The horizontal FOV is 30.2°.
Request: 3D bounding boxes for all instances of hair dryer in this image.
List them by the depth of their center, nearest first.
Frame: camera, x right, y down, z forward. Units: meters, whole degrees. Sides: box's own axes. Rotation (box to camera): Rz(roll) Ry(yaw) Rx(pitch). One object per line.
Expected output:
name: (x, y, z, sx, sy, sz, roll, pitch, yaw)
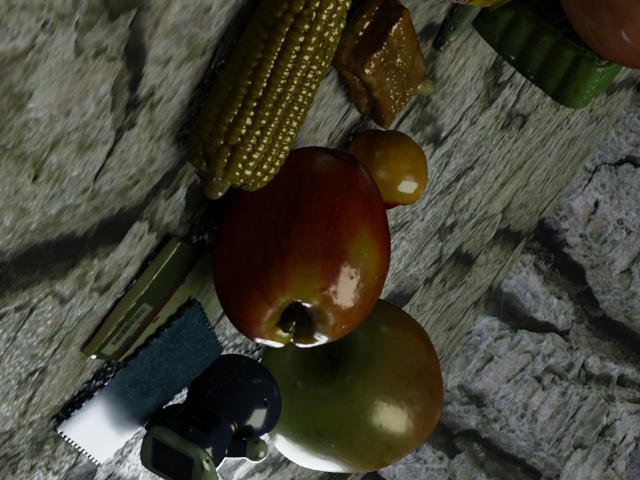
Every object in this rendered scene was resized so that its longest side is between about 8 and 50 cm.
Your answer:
hair dryer: (0.279, -0.415, 1.869, 0.219, 0.088, 0.225, -47, 175, -30)

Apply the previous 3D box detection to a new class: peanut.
peanut: (0.160, -0.250, 1.916, 0.037, 0.037, 0.083, -59, 164, 20)

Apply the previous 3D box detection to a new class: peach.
peach: (-0.026, 0.008, 1.618, 0.281, 0.238, 0.281, -170, -90, -82)
peach: (0.098, -0.113, 1.860, 0.138, 0.138, 0.138, -46, 161, -21)

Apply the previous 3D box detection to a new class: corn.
corn: (-0.059, -0.186, 1.368, 0.119, 0.119, 0.321, -19, 139, -60)

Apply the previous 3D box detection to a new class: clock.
clock: (-0.163, 0.288, 1.900, 0.243, 0.200, 0.146, -45, 150, -43)

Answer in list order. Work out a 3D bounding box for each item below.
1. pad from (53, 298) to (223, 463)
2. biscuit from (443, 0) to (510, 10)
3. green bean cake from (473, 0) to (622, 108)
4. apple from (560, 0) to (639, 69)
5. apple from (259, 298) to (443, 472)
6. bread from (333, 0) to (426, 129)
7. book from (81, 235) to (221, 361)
pad: (-0.257, 0.214, 1.738, 0.269, 0.012, 0.269, -43, 163, -11)
biscuit: (0.135, -0.329, 1.534, 0.292, 0.026, 0.048, -1, 164, -38)
green bean cake: (0.394, -0.349, 1.983, 0.222, 0.248, 0.125, -44, 164, -47)
apple: (0.513, -0.439, 1.760, 0.364, 0.364, 0.364, -46, 161, -21)
apple: (0.044, 0.251, 2.146, 0.338, 0.338, 0.305, -53, 143, -1)
bread: (0.089, -0.254, 1.665, 0.139, 0.077, 0.271, -56, 164, -2)
book: (-0.206, 0.093, 1.663, 0.201, 0.026, 0.289, -52, 163, 2)
